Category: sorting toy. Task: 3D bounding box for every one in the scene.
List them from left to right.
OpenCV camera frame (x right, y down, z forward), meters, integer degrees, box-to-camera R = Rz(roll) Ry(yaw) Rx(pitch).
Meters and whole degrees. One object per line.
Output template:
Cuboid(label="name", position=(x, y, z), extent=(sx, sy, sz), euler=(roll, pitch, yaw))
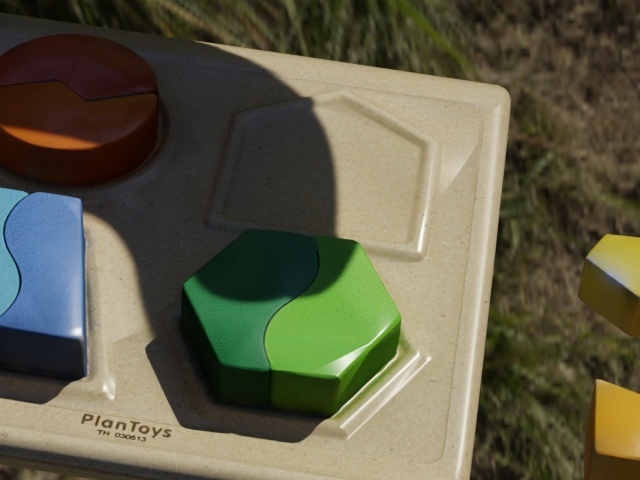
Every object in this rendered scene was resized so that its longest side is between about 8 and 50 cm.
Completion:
Cuboid(label="sorting toy", position=(0.000, 0.000, 0.610), extent=(0.307, 0.041, 0.229), euler=(9, 40, 3))
